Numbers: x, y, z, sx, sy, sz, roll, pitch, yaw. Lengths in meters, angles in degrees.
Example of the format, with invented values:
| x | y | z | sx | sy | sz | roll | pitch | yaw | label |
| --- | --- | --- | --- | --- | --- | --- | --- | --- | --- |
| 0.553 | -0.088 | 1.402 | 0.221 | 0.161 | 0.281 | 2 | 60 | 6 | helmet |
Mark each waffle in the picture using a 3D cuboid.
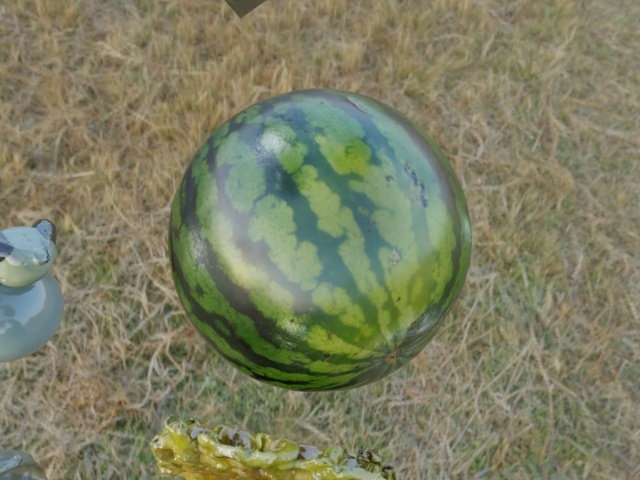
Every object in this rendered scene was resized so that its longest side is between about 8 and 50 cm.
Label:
| x | y | z | sx | sy | sz | roll | pitch | yaw | label |
| --- | --- | --- | --- | --- | --- | --- | --- | --- | --- |
| -0.050 | 0.274 | 0.939 | 0.302 | 0.325 | 0.068 | 12 | 69 | 0 | waffle |

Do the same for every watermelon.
| x | y | z | sx | sy | sz | roll | pitch | yaw | label |
| --- | --- | --- | --- | --- | --- | --- | --- | --- | --- |
| 0.000 | 0.000 | 0.749 | 0.285 | 0.285 | 0.285 | 3 | 51 | -4 | watermelon |

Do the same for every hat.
| x | y | z | sx | sy | sz | roll | pitch | yaw | label |
| --- | --- | --- | --- | --- | --- | --- | --- | --- | --- |
| -0.529 | 0.358 | 1.199 | 0.173 | 0.144 | 0.166 | 20 | 8 | 18 | hat |

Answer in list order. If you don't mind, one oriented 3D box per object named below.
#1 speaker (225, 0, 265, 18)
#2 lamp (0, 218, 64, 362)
| x | y | z | sx | sy | sz | roll | pitch | yaw | label |
| --- | --- | --- | --- | --- | --- | --- | --- | --- | --- |
| -0.060 | -0.191 | 0.522 | 0.046 | 0.191 | 0.040 | -33 | 93 | 6 | speaker |
| -0.517 | 0.088 | 1.305 | 0.198 | 0.244 | 0.198 | 19 | 26 | -10 | lamp |
